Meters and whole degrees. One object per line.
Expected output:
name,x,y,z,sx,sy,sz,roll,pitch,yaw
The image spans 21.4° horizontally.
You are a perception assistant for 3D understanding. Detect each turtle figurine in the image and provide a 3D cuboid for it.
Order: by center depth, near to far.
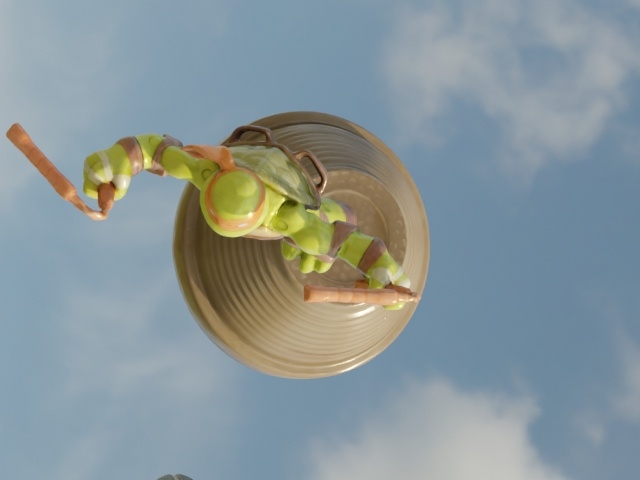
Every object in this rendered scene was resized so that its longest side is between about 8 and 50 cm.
turtle figurine,-0.051,-0.032,1.085,0.217,0.270,0.087,-6,116,-83

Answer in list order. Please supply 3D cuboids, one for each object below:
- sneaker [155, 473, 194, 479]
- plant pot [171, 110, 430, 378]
sneaker,-0.127,0.222,1.142,0.152,0.054,0.061,-44,167,-52
plant pot,0.000,0.000,1.462,0.110,0.237,0.237,166,-65,-67
